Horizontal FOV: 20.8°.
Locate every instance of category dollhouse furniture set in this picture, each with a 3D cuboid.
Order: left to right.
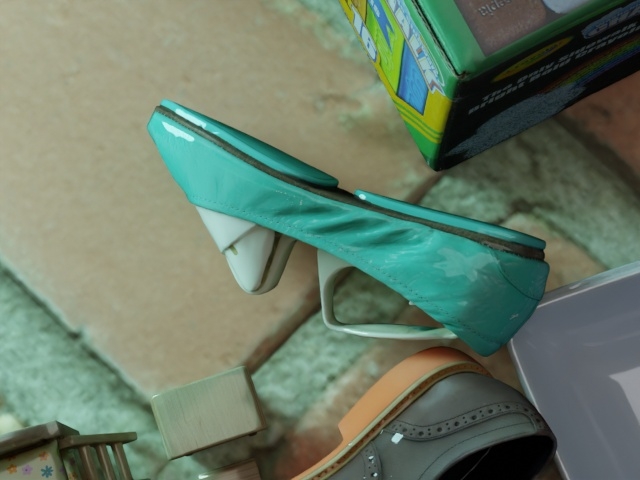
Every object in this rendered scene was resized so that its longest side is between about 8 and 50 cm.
[{"bbox_3d":[-0.087,0.176,0.924,0.161,0.101,0.182,-18,81,-3],"label":"dollhouse furniture set"}]

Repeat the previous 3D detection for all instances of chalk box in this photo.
[{"bbox_3d":[0.101,-0.176,0.890,0.180,0.289,0.179,-27,81,-5],"label":"chalk box"}]

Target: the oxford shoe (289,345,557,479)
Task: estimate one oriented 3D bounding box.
[{"bbox_3d":[0.013,0.175,0.910,0.271,0.098,0.097,-50,128,-7],"label":"oxford shoe"}]

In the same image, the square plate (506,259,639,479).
[{"bbox_3d":[0.316,0.144,0.957,0.344,0.049,0.347,-20,81,-4],"label":"square plate"}]

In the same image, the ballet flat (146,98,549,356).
[{"bbox_3d":[0.000,0.000,0.956,0.247,0.083,0.087,22,93,16],"label":"ballet flat"}]
